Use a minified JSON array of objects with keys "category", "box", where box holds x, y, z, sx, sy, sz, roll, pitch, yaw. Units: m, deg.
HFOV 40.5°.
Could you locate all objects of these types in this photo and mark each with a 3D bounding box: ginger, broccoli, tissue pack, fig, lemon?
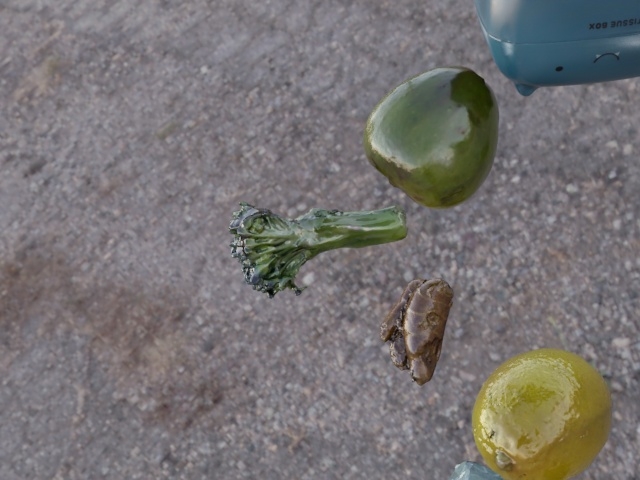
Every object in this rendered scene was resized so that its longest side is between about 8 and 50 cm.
[{"category":"ginger","box":[0.138,0.129,1.304,0.103,0.073,0.162,14,91,60]},{"category":"broccoli","box":[-0.001,-0.006,1.468,0.304,0.165,0.145,-11,10,1]},{"category":"tissue pack","box":[0.347,-0.310,1.123,0.287,0.206,0.198,-7,42,0]},{"category":"fig","box":[0.160,-0.145,1.179,0.191,0.181,0.181,-60,37,6]},{"category":"lemon","box":[0.389,0.308,1.524,0.235,0.236,0.263,-16,14,24]}]

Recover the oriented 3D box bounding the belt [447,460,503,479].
[{"category":"belt","box":[0.187,0.400,1.187,0.078,0.151,0.198,28,72,3]}]
